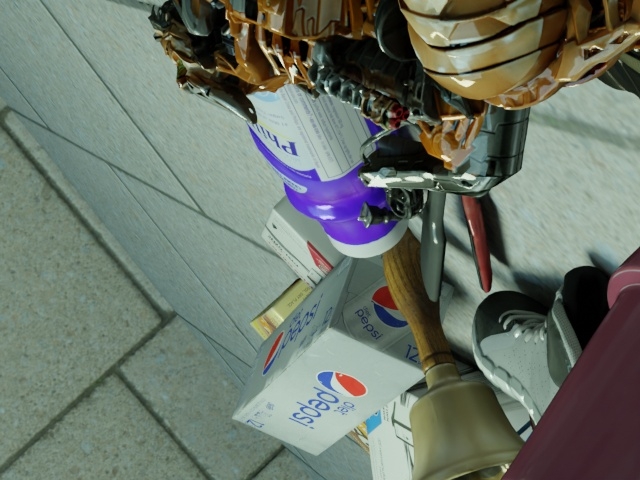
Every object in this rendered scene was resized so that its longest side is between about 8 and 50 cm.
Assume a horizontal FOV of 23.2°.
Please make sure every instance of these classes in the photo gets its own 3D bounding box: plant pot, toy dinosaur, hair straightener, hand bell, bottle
[{"bbox_3d":[0.202,0.114,0.828,0.201,0.180,0.201,44,168,12],"label":"plant pot"},{"bbox_3d":[0.059,-0.121,0.520,0.322,0.164,0.218,-6,105,25],"label":"toy dinosaur"},{"bbox_3d":[0.070,-0.018,1.084,0.230,0.089,0.047,72,-172,-64],"label":"hair straightener"},{"bbox_3d":[0.090,0.088,1.197,0.126,0.126,0.242,70,-176,-61],"label":"hand bell"},{"bbox_3d":[-0.004,-0.092,1.100,0.118,0.092,0.283,45,169,37],"label":"bottle"}]

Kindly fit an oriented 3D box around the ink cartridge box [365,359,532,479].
[{"bbox_3d":[0.122,0.200,1.475,0.203,0.086,0.148,-159,59,-66],"label":"ink cartridge box"}]

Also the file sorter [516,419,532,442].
[{"bbox_3d":[0.213,0.222,1.246,0.170,0.104,0.118,44,151,17],"label":"file sorter"}]

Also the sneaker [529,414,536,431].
[{"bbox_3d":[0.250,0.160,1.119,0.221,0.087,0.128,46,150,18],"label":"sneaker"}]

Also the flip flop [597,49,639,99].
[{"bbox_3d":[0.150,-0.092,0.624,0.112,0.080,0.277,51,-177,-27],"label":"flip flop"}]

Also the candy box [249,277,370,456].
[{"bbox_3d":[0.066,0.173,1.714,0.316,0.087,0.183,47,168,-1],"label":"candy box"}]

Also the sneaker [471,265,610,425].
[{"bbox_3d":[0.169,0.061,1.070,0.228,0.086,0.132,-120,26,-57],"label":"sneaker"}]

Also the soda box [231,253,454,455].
[{"bbox_3d":[0.015,0.107,1.422,0.098,0.091,0.286,25,152,-9],"label":"soda box"}]

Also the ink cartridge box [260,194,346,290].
[{"bbox_3d":[0.000,0.000,1.468,0.099,0.056,0.135,46,168,3],"label":"ink cartridge box"}]
